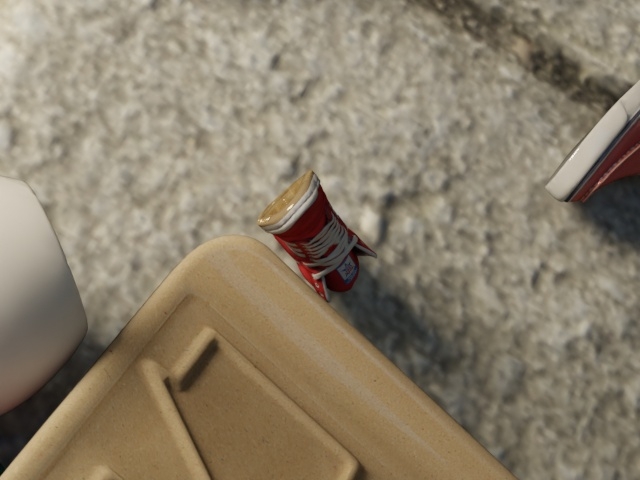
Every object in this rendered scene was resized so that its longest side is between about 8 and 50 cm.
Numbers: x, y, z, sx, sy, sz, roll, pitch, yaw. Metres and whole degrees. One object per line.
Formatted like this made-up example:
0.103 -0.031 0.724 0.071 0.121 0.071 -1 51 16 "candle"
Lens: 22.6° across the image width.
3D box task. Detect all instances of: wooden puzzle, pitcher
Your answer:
-0.019 0.200 0.772 0.322 0.080 0.348 43 39 -5 "wooden puzzle"
-0.235 0.026 0.781 0.207 0.125 0.178 -22 65 -15 "pitcher"

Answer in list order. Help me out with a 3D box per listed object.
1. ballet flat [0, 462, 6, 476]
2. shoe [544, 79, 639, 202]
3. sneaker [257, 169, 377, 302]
-0.137 0.182 0.792 0.070 0.070 0.188 -40 86 -27 "ballet flat"
0.220 -0.063 1.004 0.081 0.063 0.178 45 58 5 "shoe"
0.000 0.000 0.874 0.042 0.118 0.067 -42 93 -2 "sneaker"
